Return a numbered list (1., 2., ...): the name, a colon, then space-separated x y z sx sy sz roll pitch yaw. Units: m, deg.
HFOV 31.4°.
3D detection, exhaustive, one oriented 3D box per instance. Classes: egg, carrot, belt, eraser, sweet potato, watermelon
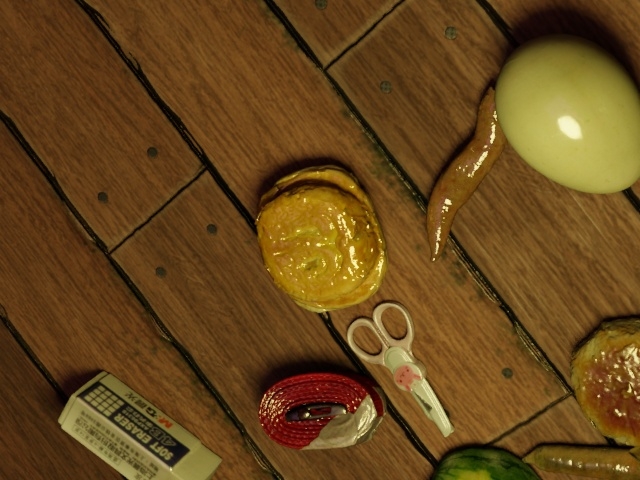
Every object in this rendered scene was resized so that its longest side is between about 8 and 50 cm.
1. egg: 0.359 -0.175 1.606 0.188 0.188 0.254 -38 95 25
2. carrot: 0.484 0.349 1.775 0.342 0.070 0.070 3 105 22
3. belt: 0.009 0.282 1.898 0.200 0.124 0.128 -5 83 16
4. eraser: -0.320 0.358 2.035 0.279 0.124 0.081 35 114 8
5. sweet potato: 0.222 -0.100 1.747 0.067 0.059 0.281 36 113 21
6. watermelon: 0.273 0.454 1.847 0.204 0.127 0.232 -42 93 21

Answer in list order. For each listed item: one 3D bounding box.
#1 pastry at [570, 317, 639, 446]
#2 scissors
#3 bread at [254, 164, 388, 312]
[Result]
1. pastry: 0.474 0.216 1.725 0.182 0.093 0.193 -10 102 25
2. scissors: 0.147 0.217 1.877 0.118 0.030 0.242 -36 86 25
3. bread: 0.003 0.000 1.821 0.198 0.120 0.236 -18 98 21
